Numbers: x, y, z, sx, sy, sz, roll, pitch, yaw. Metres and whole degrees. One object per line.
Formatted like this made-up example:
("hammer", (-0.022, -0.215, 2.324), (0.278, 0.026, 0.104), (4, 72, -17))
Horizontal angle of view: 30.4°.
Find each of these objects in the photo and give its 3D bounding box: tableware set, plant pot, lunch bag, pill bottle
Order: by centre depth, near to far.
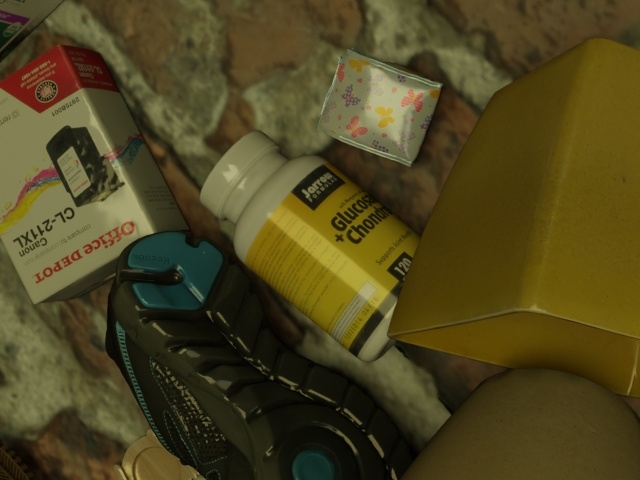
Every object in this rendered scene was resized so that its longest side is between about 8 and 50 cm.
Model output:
("plant pot", (0.124, 0.227, 0.763), (0.257, 0.274, 0.256), (14, 140, 12))
("plant pot", (0.193, -0.010, 0.777), (0.212, 0.212, 0.187), (15, 77, -16))
("pill bottle", (0.000, 0.000, 0.900), (0.184, 0.103, 0.103), (39, 102, 10))
("lunch bag", (0.046, -0.104, 0.909), (0.083, 0.053, 0.071), (20, 100, 4))
("tableware set", (-0.150, 0.254, 0.999), (0.169, 0.020, 0.141), (-39, 83, 14))

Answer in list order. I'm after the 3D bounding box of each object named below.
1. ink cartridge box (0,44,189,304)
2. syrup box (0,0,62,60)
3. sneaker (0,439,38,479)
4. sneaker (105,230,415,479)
("ink cartridge box", (-0.208, -0.052, 0.970), (0.127, 0.072, 0.175), (-29, 85, 14))
("syrup box", (-0.332, -0.176, 0.987), (0.237, 0.093, 0.096), (-39, 82, 14))
("sneaker", (-0.258, 0.310, 0.978), (0.153, 0.099, 0.282), (-45, 75, 21))
("sneaker", (-0.044, 0.149, 0.915), (0.341, 0.125, 0.139), (52, 144, 13))
